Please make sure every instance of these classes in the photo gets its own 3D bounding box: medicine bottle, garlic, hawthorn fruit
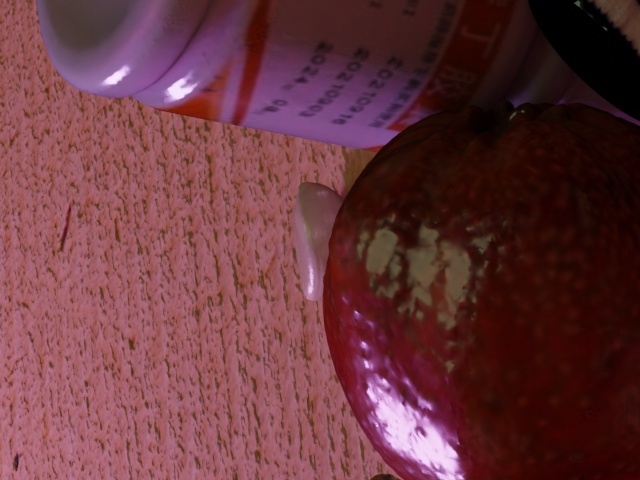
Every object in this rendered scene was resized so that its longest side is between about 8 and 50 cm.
[{"bbox_3d":[0.029,-0.149,0.991,0.202,0.316,0.202,-21,65,56],"label":"medicine bottle"},{"bbox_3d":[0.000,0.000,1.277,0.053,0.041,0.083,177,94,-65],"label":"garlic"},{"bbox_3d":[0.106,0.058,0.919,0.205,0.205,0.253,10,110,60],"label":"hawthorn fruit"}]

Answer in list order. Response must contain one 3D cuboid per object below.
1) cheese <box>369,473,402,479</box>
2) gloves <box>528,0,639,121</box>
[{"bbox_3d":[0.031,0.232,1.159,0.086,0.036,0.162,40,117,53],"label":"cheese"},{"bbox_3d":[0.206,-0.167,0.899,0.219,0.131,0.140,-43,49,-10],"label":"gloves"}]
